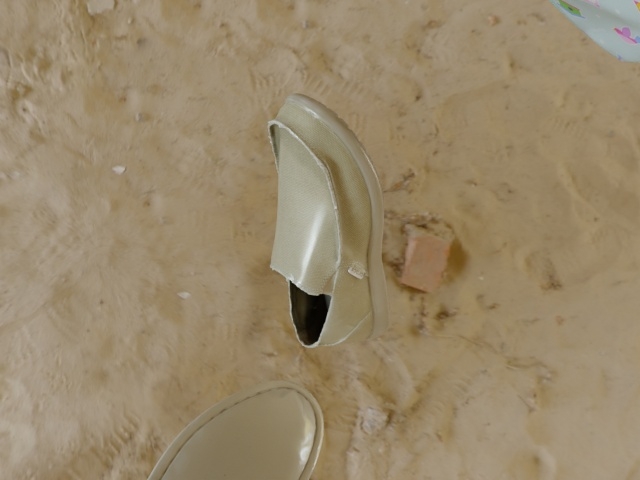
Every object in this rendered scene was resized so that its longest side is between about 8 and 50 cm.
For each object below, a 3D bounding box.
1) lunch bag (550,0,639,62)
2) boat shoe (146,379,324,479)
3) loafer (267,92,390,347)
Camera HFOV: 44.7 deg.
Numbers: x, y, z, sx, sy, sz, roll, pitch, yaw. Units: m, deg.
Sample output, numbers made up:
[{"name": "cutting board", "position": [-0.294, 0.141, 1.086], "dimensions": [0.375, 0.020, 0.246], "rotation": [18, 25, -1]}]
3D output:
[{"name": "lunch bag", "position": [0.279, -0.262, 0.682], "dimensions": [0.224, 0.279, 0.108], "rotation": [40, 95, -15]}, {"name": "boat shoe", "position": [-0.077, 0.159, 0.434], "dimensions": [0.075, 0.065, 0.206], "rotation": [44, 57, 0]}, {"name": "loafer", "position": [0.000, 0.000, 0.702], "dimensions": [0.092, 0.102, 0.269], "rotation": [-31, 126, -24]}]
